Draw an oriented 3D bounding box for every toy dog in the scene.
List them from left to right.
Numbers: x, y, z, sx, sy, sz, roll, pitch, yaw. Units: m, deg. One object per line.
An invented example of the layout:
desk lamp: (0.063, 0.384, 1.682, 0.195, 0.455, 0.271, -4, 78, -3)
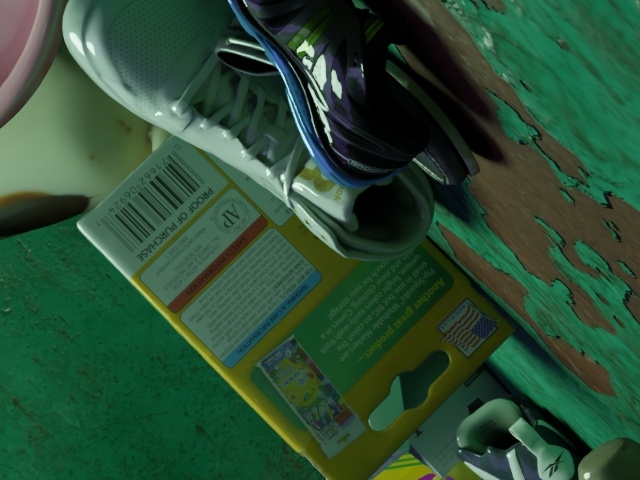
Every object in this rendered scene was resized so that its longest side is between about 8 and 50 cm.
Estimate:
toy dog: (-0.350, -0.067, 1.500, 0.395, 0.408, 0.284, 47, -177, 11)

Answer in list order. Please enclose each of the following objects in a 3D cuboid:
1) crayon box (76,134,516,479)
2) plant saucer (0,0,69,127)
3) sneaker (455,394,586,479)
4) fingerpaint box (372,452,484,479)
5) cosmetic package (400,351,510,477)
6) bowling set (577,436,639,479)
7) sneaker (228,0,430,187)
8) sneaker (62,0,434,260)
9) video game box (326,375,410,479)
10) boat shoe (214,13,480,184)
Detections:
crayon box: (-0.021, 0.036, 1.264, 0.323, 0.203, 0.083, 45, 174, 9)
plant saucer: (-0.352, -0.236, 1.309, 0.332, 0.332, 0.084, 44, -162, 13)
sneaker: (0.194, 0.215, 1.498, 0.153, 0.094, 0.235, 48, 173, -4)
fingerpaint box: (0.235, 0.392, 1.987, 0.445, 0.163, 0.371, 48, 174, -18)
cosmetic package: (0.108, 0.165, 1.625, 0.085, 0.117, 0.231, 47, 175, -18)
bowling set: (0.227, 0.152, 0.749, 0.154, 0.287, 0.200, 54, -145, -7)
sneaker: (0.004, -0.119, 0.828, 0.188, 0.078, 0.067, 61, -148, -17)
sneaker: (-0.032, -0.084, 1.026, 0.292, 0.108, 0.169, 31, -177, -44)
video game box: (0.036, 0.142, 1.544, 0.187, 0.048, 0.205, 127, 139, -64)
boat shoe: (0.013, -0.087, 0.924, 0.206, 0.065, 0.075, 42, 172, 30)
